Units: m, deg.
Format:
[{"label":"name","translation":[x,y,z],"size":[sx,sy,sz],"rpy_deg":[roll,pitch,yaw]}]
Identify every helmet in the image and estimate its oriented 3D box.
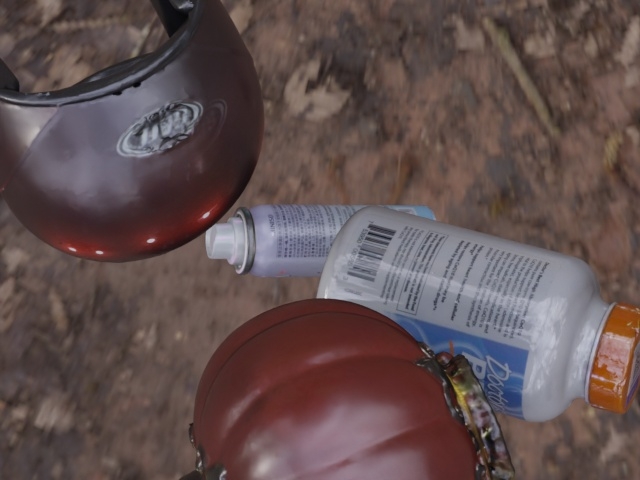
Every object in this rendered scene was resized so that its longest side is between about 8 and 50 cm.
[{"label":"helmet","translation":[-0.133,-0.083,1.199],"size":[0.189,0.216,0.193],"rpy_deg":[-29,94,-14]}]

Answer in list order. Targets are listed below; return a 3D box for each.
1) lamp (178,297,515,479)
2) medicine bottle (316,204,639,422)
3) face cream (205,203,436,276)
[{"label":"lamp","translation":[0.021,0.193,1.491],"size":[0.257,0.303,0.303],"rpy_deg":[-23,109,-3]},{"label":"medicine bottle","translation":[0.151,0.074,1.665],"size":[0.289,0.157,0.157],"rpy_deg":[15,113,20]},{"label":"face cream","translation":[0.000,0.000,1.830],"size":[0.229,0.075,0.075],"rpy_deg":[1,113,-17]}]
